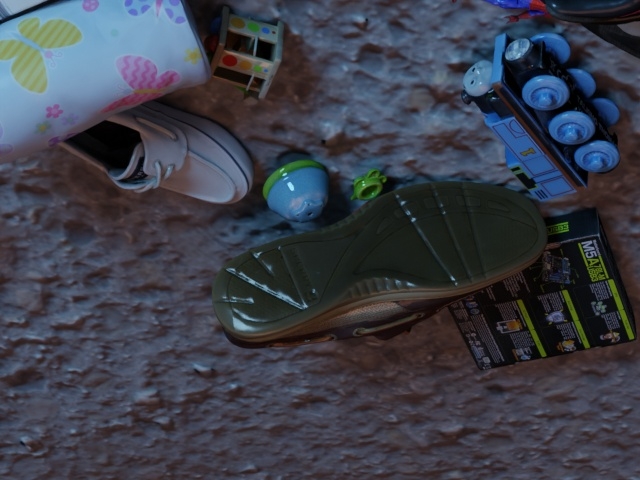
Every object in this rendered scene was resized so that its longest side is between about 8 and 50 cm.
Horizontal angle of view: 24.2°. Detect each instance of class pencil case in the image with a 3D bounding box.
[{"bbox_3d":[-0.230,-0.137,1.274,0.273,0.113,0.124,-25,159,-6],"label":"pencil case"}]

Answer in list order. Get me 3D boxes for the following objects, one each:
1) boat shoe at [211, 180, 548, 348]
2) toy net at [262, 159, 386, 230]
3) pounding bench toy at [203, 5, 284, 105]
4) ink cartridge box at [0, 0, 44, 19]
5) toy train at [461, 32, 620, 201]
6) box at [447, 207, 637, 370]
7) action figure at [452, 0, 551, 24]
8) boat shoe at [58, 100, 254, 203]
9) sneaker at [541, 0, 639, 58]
[{"bbox_3d":[0.060,0.038,1.510,0.342,0.123,0.123,-19,155,-7],"label":"boat shoe"},{"bbox_3d":[0.000,0.000,1.554,0.122,0.045,0.232,-16,146,-17],"label":"toy net"},{"bbox_3d":[-0.077,-0.161,1.354,0.065,0.052,0.083,14,138,-13],"label":"pounding bench toy"},{"bbox_3d":[-0.308,-0.257,1.225,0.218,0.092,0.158,-19,135,21],"label":"ink cartridge box"},{"bbox_3d":[0.205,-0.115,1.378,0.105,0.080,0.184,-19,136,32],"label":"toy train"},{"bbox_3d":[0.231,0.057,1.604,0.184,0.045,0.190,-15,136,16],"label":"box"},{"bbox_3d":[0.174,-0.211,1.304,0.115,0.030,0.038,8,134,-9],"label":"action figure"},{"bbox_3d":[-0.177,-0.087,1.422,0.258,0.084,0.095,26,134,-25],"label":"boat shoe"},{"bbox_3d":[0.214,-0.222,1.127,0.185,0.202,0.483,-30,142,32],"label":"sneaker"}]
